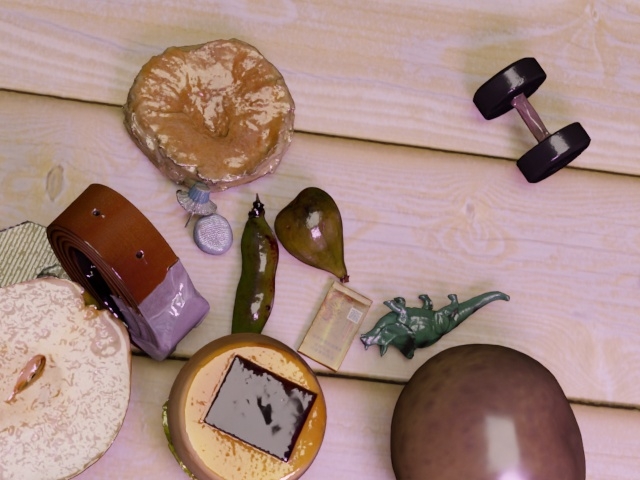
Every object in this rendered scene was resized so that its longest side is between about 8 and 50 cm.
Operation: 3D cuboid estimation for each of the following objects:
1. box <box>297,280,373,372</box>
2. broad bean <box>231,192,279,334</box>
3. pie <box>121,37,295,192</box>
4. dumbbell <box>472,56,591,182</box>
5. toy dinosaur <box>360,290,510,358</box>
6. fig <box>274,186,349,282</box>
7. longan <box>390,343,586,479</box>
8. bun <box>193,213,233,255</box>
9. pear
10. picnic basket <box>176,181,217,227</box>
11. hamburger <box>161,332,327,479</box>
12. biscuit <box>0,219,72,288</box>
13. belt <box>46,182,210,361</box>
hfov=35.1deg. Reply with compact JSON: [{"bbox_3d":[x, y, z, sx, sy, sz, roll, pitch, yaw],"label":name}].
[{"bbox_3d":[0.028,0.163,1.918,0.089,0.022,0.156,27,71,-1],"label":"box"},{"bbox_3d":[-0.120,0.075,1.901,0.077,0.061,0.339,2,72,8],"label":"broad bean"},{"bbox_3d":[-0.211,-0.251,1.975,0.339,0.083,0.339,2,71,-7],"label":"pie"},{"bbox_3d":[0.424,-0.241,2.029,0.152,0.152,0.218,-30,80,-15],"label":"dumbbell"},{"bbox_3d":[0.207,0.136,1.926,0.292,0.079,0.120,-29,85,-13],"label":"toy dinosaur"},{"bbox_3d":[0.003,-0.010,1.915,0.185,0.126,0.133,42,59,9],"label":"fig"},{"bbox_3d":[0.291,0.357,1.759,0.361,0.361,0.361,2,73,-8],"label":"longan"},{"bbox_3d":[-0.205,-0.010,1.923,0.083,0.045,0.083,2,77,-9],"label":"bun"},{"bbox_3d":[-0.501,0.262,1.722,0.340,0.191,0.386,41,72,1],"label":"pear"},{"bbox_3d":[-0.236,-0.071,1.910,0.083,0.083,0.065,17,29,-15],"label":"picnic basket"},{"bbox_3d":[-0.132,0.308,1.768,0.300,0.176,0.300,2,78,-11],"label":"hamburger"},{"bbox_3d":[-0.508,0.052,1.860,0.250,0.046,0.147,20,73,-3],"label":"biscuit"},{"bbox_3d":[-0.330,0.058,1.753,0.217,0.338,0.122,15,53,41],"label":"belt"}]
